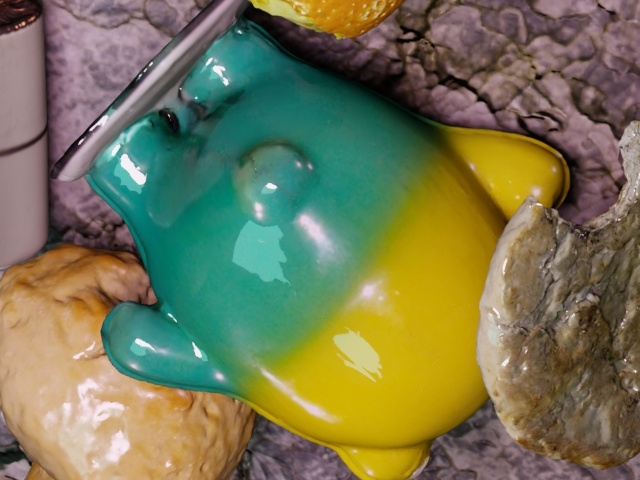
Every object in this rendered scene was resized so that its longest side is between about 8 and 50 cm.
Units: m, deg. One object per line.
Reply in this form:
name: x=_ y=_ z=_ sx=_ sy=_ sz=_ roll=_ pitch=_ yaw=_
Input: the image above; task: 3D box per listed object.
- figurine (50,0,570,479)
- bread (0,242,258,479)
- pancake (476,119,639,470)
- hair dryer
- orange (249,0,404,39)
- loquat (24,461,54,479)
figurine: x=0.000 y=0.000 z=1.286 sx=0.340 sy=0.231 sz=0.323 roll=43 pitch=85 yaw=-6
bread: x=-0.148 y=0.094 z=1.396 sx=0.244 sy=0.244 sz=0.134 roll=39 pitch=111 yaw=-3
pancake: x=0.207 y=0.042 z=1.262 sx=0.037 sy=0.253 sz=0.253 roll=32 pitch=135 yaw=51
hair dryer: x=-0.383 y=-0.076 z=1.368 sx=0.362 sy=0.128 sz=0.203 roll=-6 pitch=120 yaw=-17
orange: x=-0.014 y=-0.254 z=1.190 sx=0.237 sy=0.179 sz=0.158 roll=48 pitch=134 yaw=0
loquat: x=-0.181 y=0.231 z=1.532 sx=0.172 sy=0.149 sz=0.204 roll=-48 pitch=60 yaw=53
